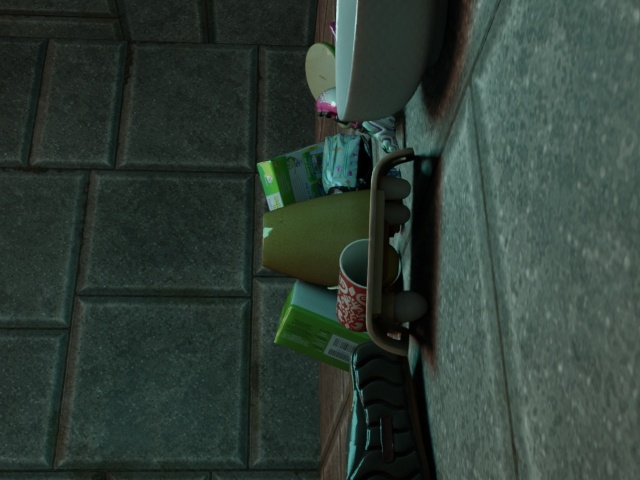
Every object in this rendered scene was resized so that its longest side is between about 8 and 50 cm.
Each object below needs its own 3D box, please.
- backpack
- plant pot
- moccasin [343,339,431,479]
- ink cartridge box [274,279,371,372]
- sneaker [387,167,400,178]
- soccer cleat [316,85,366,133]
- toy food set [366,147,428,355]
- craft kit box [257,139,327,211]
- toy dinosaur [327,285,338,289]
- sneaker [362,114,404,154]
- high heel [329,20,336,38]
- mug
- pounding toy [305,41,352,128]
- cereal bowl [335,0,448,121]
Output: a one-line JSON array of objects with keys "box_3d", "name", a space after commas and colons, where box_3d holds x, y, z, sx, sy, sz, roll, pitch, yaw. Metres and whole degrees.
[{"box_3d": [0.061, -0.168, 1.948, 0.152, 0.115, 0.181, 95, 178, -75], "name": "backpack"}, {"box_3d": [0.000, 0.000, 1.796, 0.237, 0.255, 0.237, -179, 90, -87], "name": "plant pot"}, {"box_3d": [0.094, 0.341, 1.243, 0.147, 0.139, 0.380, 74, -173, -51], "name": "moccasin"}, {"box_3d": [0.012, 0.164, 1.825, 0.255, 0.189, 0.097, -83, 17, -68], "name": "ink cartridge box"}, {"box_3d": [0.123, -0.074, 1.507, 0.058, 0.052, 0.135, 90, 180, -62], "name": "sneaker"}, {"box_3d": [0.070, -0.293, 1.606, 0.331, 0.116, 0.143, -44, -24, -81], "name": "soccer cleat"}, {"box_3d": [0.128, 0.012, 1.284, 0.220, 0.093, 0.306, -24, -63, -82], "name": "toy food set"}, {"box_3d": [-0.021, -0.102, 1.997, 0.247, 0.061, 0.249, -26, -75, -47], "name": "craft kit box"}, {"box_3d": [0.093, 0.054, 1.653, 0.183, 0.053, 0.092, -57, 35, 19], "name": "toy dinosaur"}, {"box_3d": [0.131, -0.197, 1.472, 0.069, 0.098, 0.038, -44, 1, -6], "name": "sneaker"}, {"box_3d": [0.073, -0.360, 1.793, 0.082, 0.117, 0.244, -100, 12, -69], "name": "high heel"}, {"box_3d": [0.083, 0.106, 1.530, 0.169, 0.113, 0.150, 100, 169, -53], "name": "mug"}, {"box_3d": [0.064, -0.447, 2.261, 0.236, 0.110, 0.183, 58, 150, 21], "name": "pounding toy"}, {"box_3d": [0.102, -0.341, 1.204, 0.339, 0.141, 0.338, -179, 90, -85], "name": "cereal bowl"}]
